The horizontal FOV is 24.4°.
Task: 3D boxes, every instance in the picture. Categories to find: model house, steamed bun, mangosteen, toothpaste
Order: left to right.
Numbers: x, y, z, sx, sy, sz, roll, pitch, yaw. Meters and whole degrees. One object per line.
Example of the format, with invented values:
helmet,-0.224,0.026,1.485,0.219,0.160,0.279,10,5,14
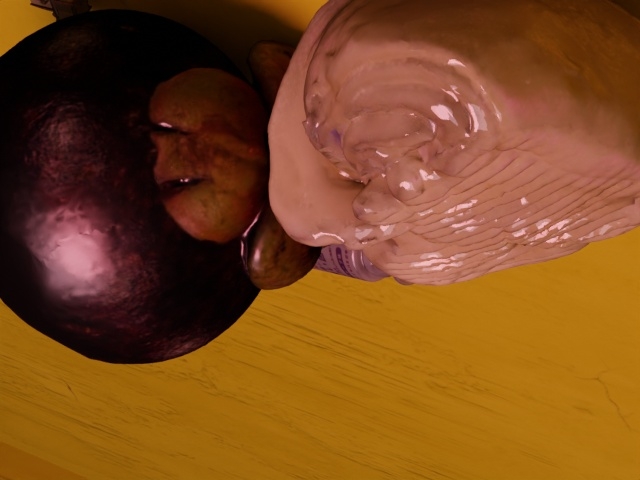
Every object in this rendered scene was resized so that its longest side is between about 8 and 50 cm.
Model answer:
model house,-0.279,-0.256,1.596,0.083,0.057,0.058,16,144,21
mangosteen,-0.158,-0.071,1.522,0.435,0.382,0.382,-21,135,7
toothpaste,0.000,0.000,1.746,0.299,0.073,0.114,10,146,47
steamed bun,0.123,-0.116,1.247,0.352,0.247,0.339,5,157,-38
